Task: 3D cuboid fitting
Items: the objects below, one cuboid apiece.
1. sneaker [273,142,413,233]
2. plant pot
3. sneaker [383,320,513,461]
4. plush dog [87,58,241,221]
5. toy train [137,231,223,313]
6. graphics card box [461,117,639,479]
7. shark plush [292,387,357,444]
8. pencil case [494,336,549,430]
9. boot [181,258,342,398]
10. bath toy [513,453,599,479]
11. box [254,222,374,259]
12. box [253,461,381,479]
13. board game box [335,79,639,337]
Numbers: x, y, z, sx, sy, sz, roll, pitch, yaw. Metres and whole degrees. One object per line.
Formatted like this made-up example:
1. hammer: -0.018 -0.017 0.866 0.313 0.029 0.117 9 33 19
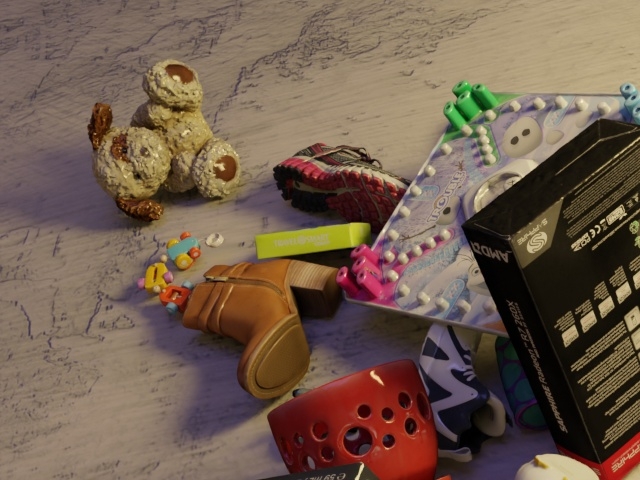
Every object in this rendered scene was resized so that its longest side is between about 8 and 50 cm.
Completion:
1. sneaker: 0.057 -0.101 1.962 0.299 0.121 0.112 20 49 41
2. plant pot: 0.052 0.252 1.438 0.191 0.191 0.174 -21 80 1
3. sneaker: 0.195 0.188 1.560 0.153 0.094 0.235 12 49 35
4. plush dog: -0.301 -0.159 2.156 0.225 0.262 0.210 -27 3 -23
5. toy train: -0.221 0.058 1.964 0.125 0.046 0.166 6 48 30
6. graphics card box: 0.330 0.074 1.407 0.233 0.371 0.094 -37 29 -18
7. shark plush: 0.030 0.236 1.640 0.161 0.073 0.067 -8 55 -16
8. pencil case: 0.269 0.174 1.564 0.070 0.064 0.152 -29 35 17
9. boot: -0.116 0.119 1.778 0.220 0.109 0.283 3 41 26
10. bath toy: 0.318 0.361 1.272 0.151 0.129 0.348 9 19 -40
11. box: 0.000 0.000 1.884 0.178 0.042 0.109 -7 -1 19
12. box: -0.063 0.413 1.270 0.296 0.183 0.294 -19 33 38
13. board game box: 0.241 -0.061 1.640 0.390 0.050 0.390 9 61 50
